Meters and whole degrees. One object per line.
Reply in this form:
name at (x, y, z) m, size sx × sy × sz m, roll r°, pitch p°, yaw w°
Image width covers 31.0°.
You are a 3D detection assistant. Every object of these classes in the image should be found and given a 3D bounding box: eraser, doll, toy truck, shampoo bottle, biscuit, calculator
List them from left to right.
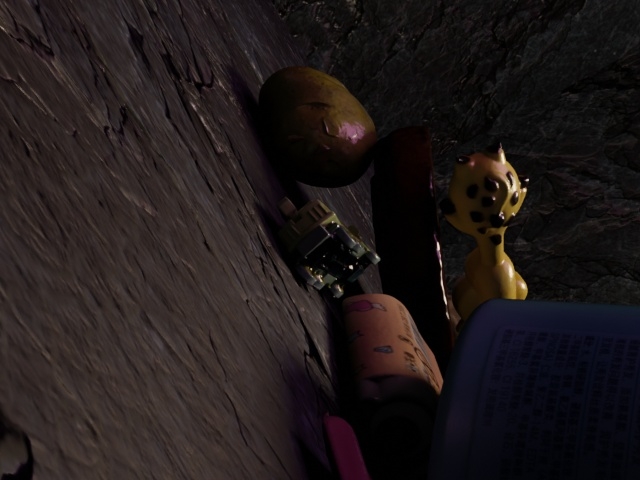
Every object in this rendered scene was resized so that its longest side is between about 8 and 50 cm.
toy truck at (0.000, 0.000, 1.323) m, size 0.100 × 0.077 × 0.169 m, roll 49°, pitch 6°, yaw 18°
calculator at (0.047, 0.234, 0.906) m, size 0.126 × 0.034 × 0.190 m, roll -112°, pitch 176°, yaw -48°
eraser at (0.091, 0.170, 1.261) m, size 0.171 × 0.087 × 0.290 m, roll 58°, pitch 7°, yaw -16°
biscuit at (0.131, 0.047, 1.591) m, size 0.407 × 0.091 × 0.407 m, roll -7°, pitch 90°, yaw -85°
doll at (0.212, 0.009, 1.452) m, size 0.086 × 0.117 × 0.291 m, roll -111°, pitch -172°, yaw -54°
shampoo bottle at (0.296, 0.223, 1.028) m, size 0.331 × 0.343 × 0.331 m, roll 3°, pitch 90°, yaw -69°

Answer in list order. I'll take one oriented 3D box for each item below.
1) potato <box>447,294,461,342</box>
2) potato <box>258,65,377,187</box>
potato at (0.242, 0.213, 1.917) m, size 0.262 × 0.165 × 0.165 m, roll 69°, pitch 9°, yaw 25°
potato at (-0.009, -0.162, 1.642) m, size 0.169 × 0.143 × 0.248 m, roll 51°, pitch 3°, yaw -36°
